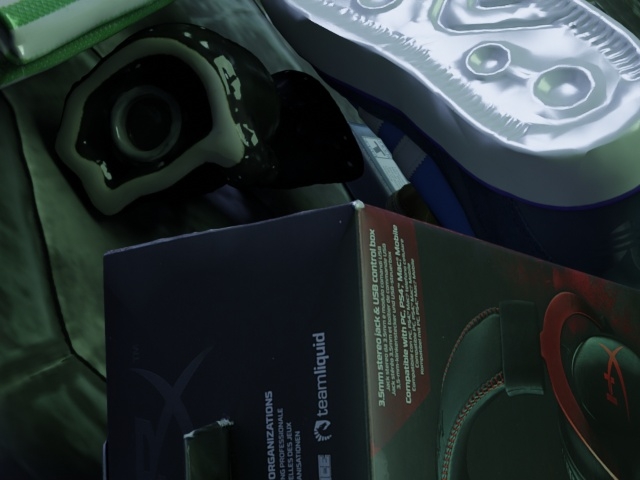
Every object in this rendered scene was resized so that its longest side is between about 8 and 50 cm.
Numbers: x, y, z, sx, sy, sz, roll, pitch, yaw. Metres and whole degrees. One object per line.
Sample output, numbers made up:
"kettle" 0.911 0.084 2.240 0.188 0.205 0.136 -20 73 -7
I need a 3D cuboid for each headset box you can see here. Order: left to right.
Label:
"headset box" 0.038 0.117 0.654 0.293 0.110 0.218 16 67 -54

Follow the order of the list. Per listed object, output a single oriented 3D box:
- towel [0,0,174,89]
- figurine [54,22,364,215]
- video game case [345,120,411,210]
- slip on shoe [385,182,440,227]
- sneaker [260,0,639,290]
"towel" -0.171 -0.222 0.769 0.325 0.038 0.248 51 31 -1
"figurine" 0.000 0.000 0.888 0.215 0.092 0.209 56 20 9
"video game case" 0.121 0.020 1.150 0.196 0.026 0.274 59 24 18
"slip on shoe" 0.095 0.004 1.039 0.135 0.041 0.051 36 28 -31
"sneaker" 0.081 -0.049 0.948 0.323 0.130 0.236 48 -14 42
